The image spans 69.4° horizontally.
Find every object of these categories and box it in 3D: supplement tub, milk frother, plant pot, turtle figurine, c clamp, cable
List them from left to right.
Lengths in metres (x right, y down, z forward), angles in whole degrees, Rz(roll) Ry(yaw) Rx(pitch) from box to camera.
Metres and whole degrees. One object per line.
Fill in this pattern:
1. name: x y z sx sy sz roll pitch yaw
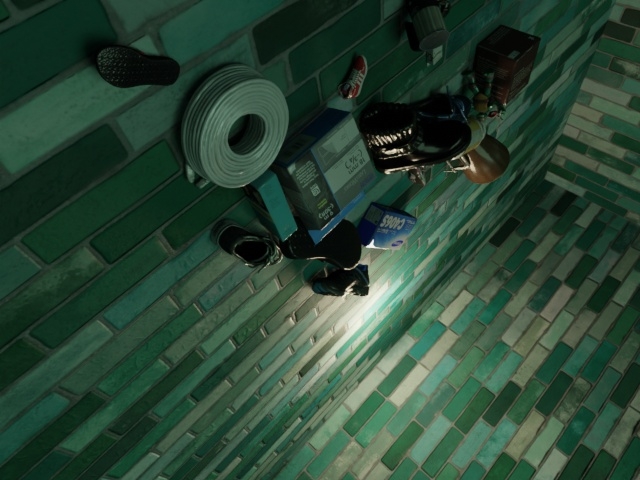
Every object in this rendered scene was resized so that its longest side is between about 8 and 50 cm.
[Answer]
1. cable: -0.181 -0.240 0.999 0.257 0.089 0.257 -37 148 -28
2. milk frother: 0.314 -0.597 1.266 0.143 0.134 0.129 -13 170 -7
3. c clamp: 0.582 -0.341 2.031 0.161 0.137 0.022 39 63 -48
4. supplement tub: 0.561 -0.419 1.858 0.200 0.144 0.144 -31 145 -36
5. plant pot: 0.697 -0.395 2.060 0.230 0.215 0.215 25 101 -47
6. turtle figurine: 0.613 -0.531 1.770 0.118 0.175 0.234 -65 145 -50

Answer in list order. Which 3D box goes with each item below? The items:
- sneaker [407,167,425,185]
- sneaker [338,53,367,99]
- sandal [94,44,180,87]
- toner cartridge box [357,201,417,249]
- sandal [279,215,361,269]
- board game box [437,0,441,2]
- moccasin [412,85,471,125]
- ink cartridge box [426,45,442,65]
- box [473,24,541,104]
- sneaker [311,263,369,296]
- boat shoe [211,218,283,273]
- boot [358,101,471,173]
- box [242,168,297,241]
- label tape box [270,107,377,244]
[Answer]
1. sneaker: 0.399 -0.282 1.852 0.077 0.072 0.178 -61 158 -8
2. sneaker: 0.086 -0.433 1.235 0.067 0.042 0.118 -34 149 -38
3. sandal: -0.317 -0.298 0.793 0.067 0.040 0.179 -60 166 23
4. toner cartridge box: 0.275 -0.052 1.910 0.348 0.075 0.165 4 119 -58
5. sandal: 0.000 -0.003 1.514 0.446 0.107 0.167 15 82 -55
6. board game box: 0.381 -0.777 1.313 0.281 0.027 0.145 -43 151 -18
7. moccasin: 0.434 -0.456 1.629 0.342 0.138 0.117 -34 154 -33
8. ink cartridge box: 0.367 -0.601 1.485 0.048 0.028 0.083 -46 152 -12
9. box: 0.700 -0.668 1.765 0.168 0.167 0.203 -42 150 -20
10. sneaker: 0.083 0.153 1.845 0.341 0.125 0.139 6 89 -55
11. boat shoe: -0.174 0.028 1.292 0.113 0.105 0.306 -52 152 -2
12. boot: 0.306 -0.342 1.446 0.348 0.131 0.260 -19 152 6
13. box: -0.138 -0.101 1.207 0.060 0.100 0.244 -44 150 -15
14. label tape box: 0.033 -0.159 1.294 0.240 0.106 0.333 -44 132 -17
